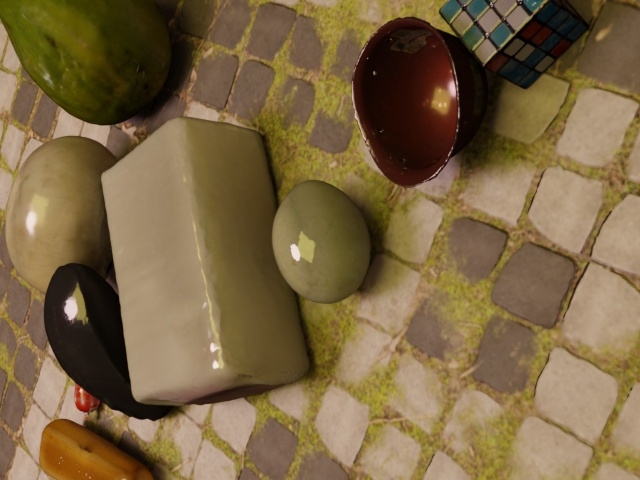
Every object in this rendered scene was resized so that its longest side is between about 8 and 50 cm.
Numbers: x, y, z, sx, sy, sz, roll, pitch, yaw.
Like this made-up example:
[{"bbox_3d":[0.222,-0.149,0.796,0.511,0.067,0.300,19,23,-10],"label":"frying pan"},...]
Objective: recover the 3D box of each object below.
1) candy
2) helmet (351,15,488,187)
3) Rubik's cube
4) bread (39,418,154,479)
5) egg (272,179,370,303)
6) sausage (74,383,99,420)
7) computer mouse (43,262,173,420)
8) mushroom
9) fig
[{"bbox_3d":[-0.158,0.035,1.100,0.208,0.145,0.358,-25,68,36],"label":"candy"},{"bbox_3d":[0.123,-0.146,0.906,0.155,0.106,0.175,-12,86,51],"label":"helmet"},{"bbox_3d":[0.196,-0.226,0.861,0.092,0.092,0.092,-47,57,27],"label":"Rubik's cube"},{"bbox_3d":[-0.329,0.339,1.255,0.239,0.074,0.092,14,97,41],"label":"bread"},{"bbox_3d":[0.000,0.000,0.988,0.114,0.114,0.152,-33,63,33],"label":"egg"},{"bbox_3d":[-0.362,0.208,1.322,0.050,0.048,0.145,1,88,46],"label":"sausage"},{"bbox_3d":[-0.303,0.159,1.158,0.138,0.086,0.269,2,126,38],"label":"computer mouse"},{"bbox_3d":[-0.348,-0.028,1.245,0.246,0.202,0.246,-166,90,-85],"label":"mushroom"},{"bbox_3d":[-0.345,-0.292,1.215,0.233,0.314,0.233,-1,87,13],"label":"fig"}]
